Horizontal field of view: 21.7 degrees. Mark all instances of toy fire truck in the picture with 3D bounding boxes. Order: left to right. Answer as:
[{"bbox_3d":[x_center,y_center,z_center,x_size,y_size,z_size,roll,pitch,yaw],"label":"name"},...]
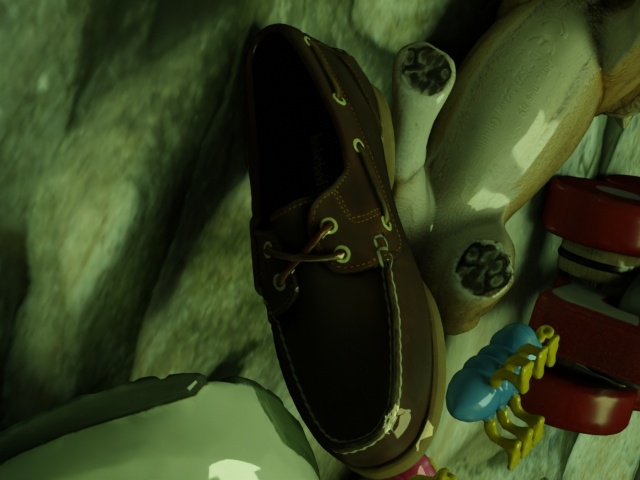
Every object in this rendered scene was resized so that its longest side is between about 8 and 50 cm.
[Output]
[{"bbox_3d":[0.285,0.065,1.205,0.302,0.253,0.169,-7,113,-63],"label":"toy fire truck"}]

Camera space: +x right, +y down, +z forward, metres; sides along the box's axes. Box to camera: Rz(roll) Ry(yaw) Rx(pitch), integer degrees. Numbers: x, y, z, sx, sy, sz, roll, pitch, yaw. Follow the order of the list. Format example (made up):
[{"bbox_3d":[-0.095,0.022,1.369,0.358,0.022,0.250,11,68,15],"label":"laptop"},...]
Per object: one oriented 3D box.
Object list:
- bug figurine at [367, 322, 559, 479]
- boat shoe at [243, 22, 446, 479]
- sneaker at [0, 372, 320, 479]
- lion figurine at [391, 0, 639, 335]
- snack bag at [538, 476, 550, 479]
[{"bbox_3d":[0.074,0.182,1.066,0.216,0.072,0.279,-35,141,-44],"label":"bug figurine"},{"bbox_3d":[0.000,0.000,0.718,0.073,0.073,0.207,40,32,-51],"label":"boat shoe"},{"bbox_3d":[-0.029,0.226,0.718,0.410,0.158,0.182,57,21,-51],"label":"sneaker"},{"bbox_3d":[0.106,-0.061,0.923,0.392,0.142,0.240,-44,169,-22],"label":"lion figurine"},{"bbox_3d":[0.057,0.323,0.792,0.323,0.037,0.343,78,34,-57],"label":"snack bag"}]
